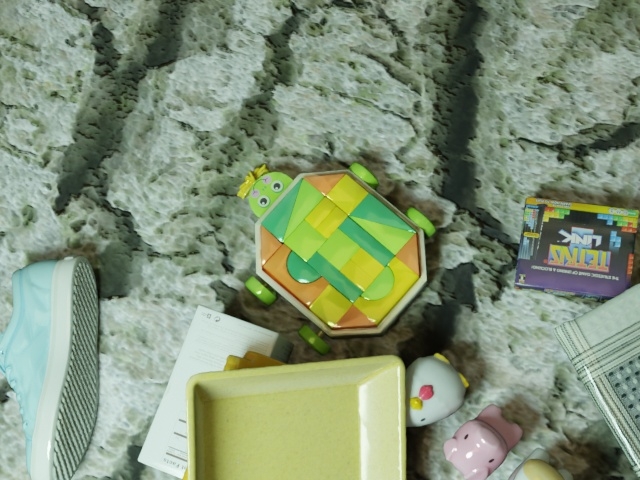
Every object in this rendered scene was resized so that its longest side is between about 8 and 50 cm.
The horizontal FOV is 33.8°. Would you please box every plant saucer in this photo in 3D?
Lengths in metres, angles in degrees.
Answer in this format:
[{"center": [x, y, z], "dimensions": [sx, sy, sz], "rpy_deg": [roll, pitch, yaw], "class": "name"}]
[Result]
[{"center": [-0.040, 0.328, 1.438], "dimensions": [0.333, 0.081, 0.332], "rpy_deg": [-2, 92, -29], "class": "plant saucer"}]

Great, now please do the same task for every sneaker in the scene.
[{"center": [-0.438, 0.206, 1.642], "dimensions": [0.150, 0.135, 0.366], "rpy_deg": [-5, 67, 15], "class": "sneaker"}]

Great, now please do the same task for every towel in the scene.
[{"center": [0.544, 0.190, 1.495], "dimensions": [0.324, 0.056, 0.312], "rpy_deg": [-24, 73, -14], "class": "towel"}]

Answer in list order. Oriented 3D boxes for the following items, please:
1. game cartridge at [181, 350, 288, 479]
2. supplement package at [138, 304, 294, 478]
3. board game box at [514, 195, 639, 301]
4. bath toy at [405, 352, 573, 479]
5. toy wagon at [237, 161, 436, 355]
[{"center": [-0.059, 0.346, 1.503], "dimensions": [0.285, 0.053, 0.323], "rpy_deg": [26, 77, -27], "class": "game cartridge"}, {"center": [-0.152, 0.240, 1.577], "dimensions": [0.134, 0.139, 0.244], "rpy_deg": [18, 81, 12], "class": "supplement package"}, {"center": [0.389, 0.015, 1.601], "dimensions": [0.170, 0.048, 0.141], "rpy_deg": [7, 76, 10], "class": "board game box"}, {"center": [0.239, 0.309, 1.495], "dimensions": [0.348, 0.151, 0.129], "rpy_deg": [42, 70, 17], "class": "bath toy"}, {"center": [0.000, 0.000, 1.650], "dimensions": [0.344, 0.068, 0.267], "rpy_deg": [41, 85, 15], "class": "toy wagon"}]
